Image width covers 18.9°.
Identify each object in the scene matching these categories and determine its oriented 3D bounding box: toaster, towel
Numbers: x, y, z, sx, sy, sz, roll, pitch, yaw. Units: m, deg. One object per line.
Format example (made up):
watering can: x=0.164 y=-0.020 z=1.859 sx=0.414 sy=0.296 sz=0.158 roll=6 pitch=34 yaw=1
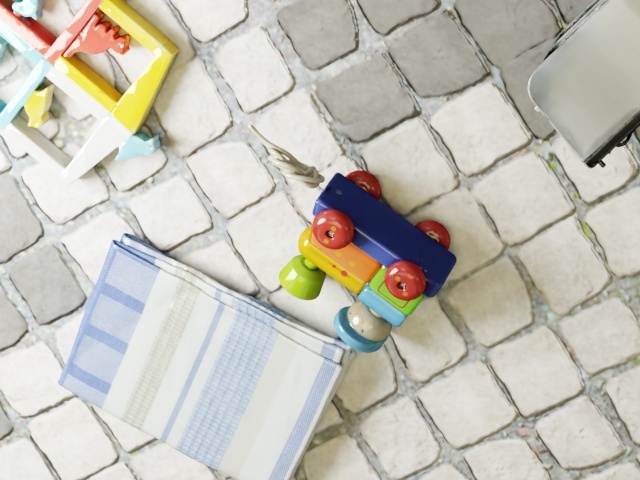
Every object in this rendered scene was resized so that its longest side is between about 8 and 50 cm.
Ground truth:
toaster: x=0.286 y=-0.173 z=1.769 sx=0.110 sy=0.168 sz=0.186 roll=45 pitch=113 yaw=-3
towel: x=-0.124 y=0.135 z=2.049 sx=0.285 sy=0.034 sz=0.209 roll=26 pitch=115 yaw=6

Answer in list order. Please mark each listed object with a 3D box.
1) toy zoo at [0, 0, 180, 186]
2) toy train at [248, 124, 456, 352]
toy zoo: x=-0.279 y=-0.190 z=1.974 sx=0.293 sy=0.030 sz=0.192 roll=40 pitch=113 yaw=-2
toy train: x=0.000 y=0.000 z=1.943 sx=0.248 sy=0.105 sz=0.143 roll=35 pitch=126 yaw=0
